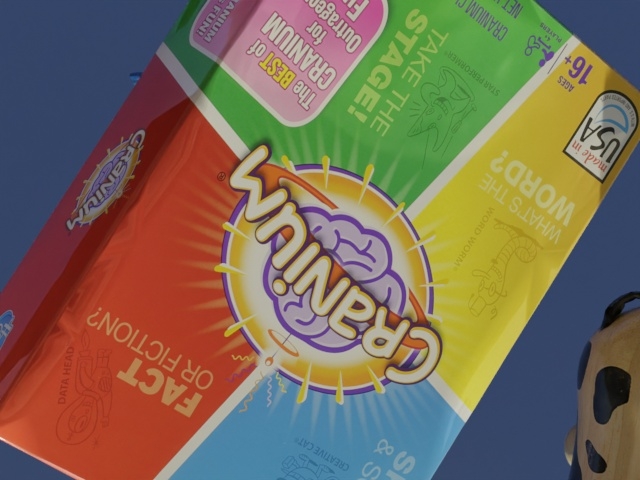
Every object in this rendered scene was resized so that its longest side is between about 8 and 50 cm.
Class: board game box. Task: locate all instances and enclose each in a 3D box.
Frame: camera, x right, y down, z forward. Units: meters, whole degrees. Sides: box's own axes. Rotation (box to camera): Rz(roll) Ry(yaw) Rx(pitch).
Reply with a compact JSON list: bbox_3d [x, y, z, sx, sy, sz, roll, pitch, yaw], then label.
[{"bbox_3d":[0.000,0.000,0.872,0.242,0.064,0.316,33,-93,-33],"label":"board game box"}]

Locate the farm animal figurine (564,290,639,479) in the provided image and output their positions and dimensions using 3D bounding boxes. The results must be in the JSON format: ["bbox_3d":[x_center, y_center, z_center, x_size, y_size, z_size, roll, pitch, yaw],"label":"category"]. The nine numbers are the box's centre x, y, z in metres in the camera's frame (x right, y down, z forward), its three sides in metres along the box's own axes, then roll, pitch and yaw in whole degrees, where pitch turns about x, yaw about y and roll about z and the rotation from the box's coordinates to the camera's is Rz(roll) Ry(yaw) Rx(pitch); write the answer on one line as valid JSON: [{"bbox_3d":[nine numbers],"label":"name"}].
[{"bbox_3d":[0.194,0.184,1.044,0.172,0.330,0.327,9,-101,-6],"label":"farm animal figurine"}]

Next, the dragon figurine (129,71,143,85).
[{"bbox_3d":[-0.079,-0.083,1.182,0.144,0.289,0.085,-20,-77,-22],"label":"dragon figurine"}]
